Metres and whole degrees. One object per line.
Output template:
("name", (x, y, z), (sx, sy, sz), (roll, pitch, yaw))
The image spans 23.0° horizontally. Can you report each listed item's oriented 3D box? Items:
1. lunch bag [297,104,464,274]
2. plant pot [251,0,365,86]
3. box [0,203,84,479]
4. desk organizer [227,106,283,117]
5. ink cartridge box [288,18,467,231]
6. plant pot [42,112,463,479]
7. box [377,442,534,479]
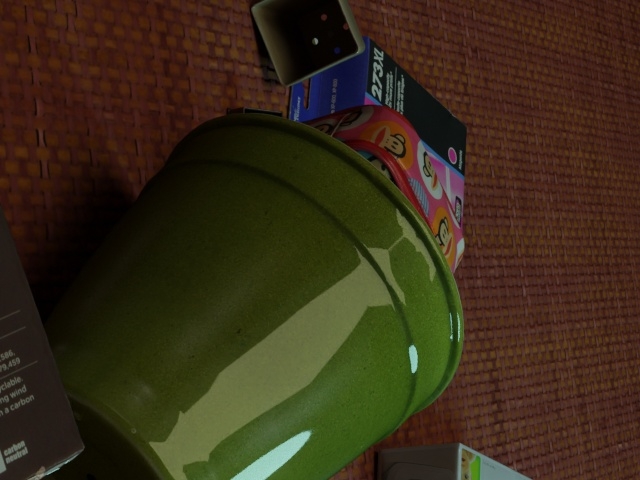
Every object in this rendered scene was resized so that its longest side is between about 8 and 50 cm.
("lunch bag", (0.000, 0.000, 1.696), (0.258, 0.293, 0.120), (62, 31, -27))
("plant pot", (-0.003, -0.256, 1.927), (0.109, 0.109, 0.096), (68, 20, 5))
("box", (-0.318, -0.004, 1.037), (0.143, 0.191, 0.381), (-27, 103, -47))
("desk organizer", (-0.075, -0.091, 1.826), (0.047, 0.050, 0.130), (19, 66, -56))
("ink cartridge box", (0.084, -0.147, 2.096), (0.371, 0.069, 0.176), (32, 56, -49))
("plant pot", (-0.111, 0.126, 1.472), (0.353, 0.366, 0.366), (-45, 121, -40))
("box", (0.181, 0.408, 2.049), (0.262, 0.126, 0.231), (34, 53, -52))
